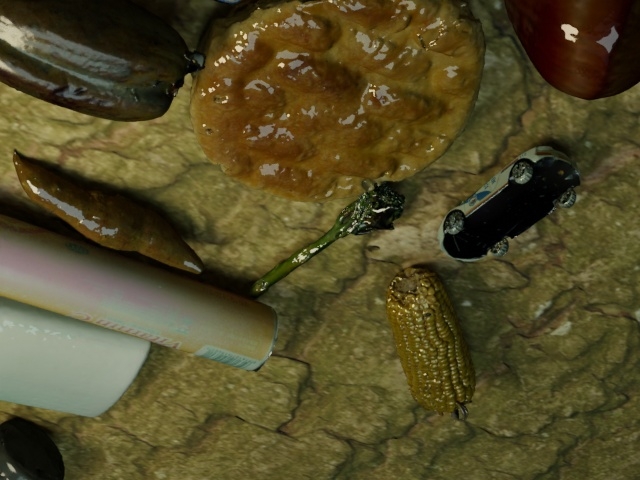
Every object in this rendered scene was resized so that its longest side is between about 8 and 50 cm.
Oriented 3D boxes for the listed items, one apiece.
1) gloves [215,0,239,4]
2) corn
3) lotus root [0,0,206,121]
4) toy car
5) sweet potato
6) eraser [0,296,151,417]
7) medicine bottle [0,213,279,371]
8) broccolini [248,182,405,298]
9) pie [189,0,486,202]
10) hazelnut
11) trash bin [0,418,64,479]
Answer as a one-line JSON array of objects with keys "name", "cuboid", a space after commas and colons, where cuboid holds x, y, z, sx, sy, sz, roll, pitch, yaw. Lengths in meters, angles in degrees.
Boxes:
[{"name": "gloves", "cuboid": [-0.054, -0.317, 1.209, 0.119, 0.097, 0.229, 10, 140, -38]}, {"name": "corn", "cuboid": [0.149, 0.143, 1.800, 0.106, 0.106, 0.293, -16, 139, 8]}, {"name": "lotus root", "cuboid": [-0.241, -0.192, 1.300, 0.241, 0.123, 0.124, 19, 106, -27]}, {"name": "toy car", "cuboid": [0.228, -0.043, 1.625, 0.095, 0.056, 0.205, 23, 134, -34]}, {"name": "sweet potato", "cuboid": [-0.250, -0.026, 1.544, 0.273, 0.067, 0.067, 30, 127, -32]}, {"name": "eraser", "cuboid": [-0.383, 0.132, 1.671, 0.290, 0.104, 0.189, 16, 131, -29]}, {"name": "medicine bottle", "cuboid": [-0.251, 0.064, 1.612, 0.426, 0.108, 0.108, 21, 131, -32]}, {"name": "broccolini", "cuboid": [0.004, -0.002, 1.657, 0.254, 0.071, 0.057, -32, 178, 34]}, {"name": "pie", "cuboid": [0.018, -0.164, 1.422, 0.339, 0.083, 0.339, -7, 143, -5]}, {"name": "hazelnut", "cuboid": [0.271, -0.230, 1.335, 0.178, 0.178, 0.204, -20, 170, 13]}, {"name": "trash bin", "cuboid": [-0.456, 0.344, 1.879, 0.161, 0.175, 0.175, -42, 132, 17]}]
